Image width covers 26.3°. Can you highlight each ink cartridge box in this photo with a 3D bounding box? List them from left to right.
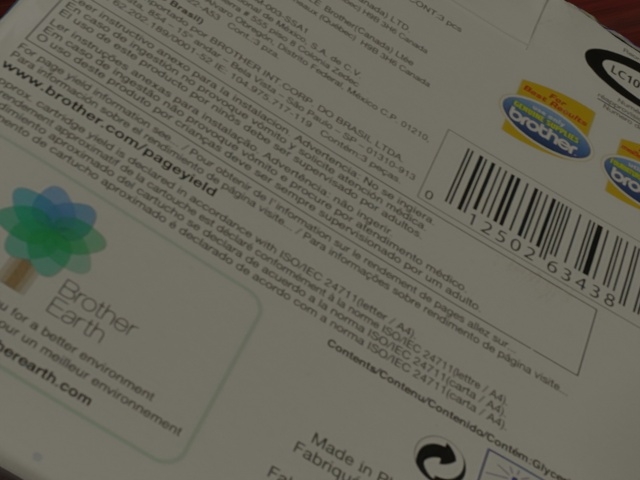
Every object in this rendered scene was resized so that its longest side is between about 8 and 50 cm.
[{"bbox_3d":[0.000,0.000,0.537,0.270,0.151,0.395,31,48,-4],"label":"ink cartridge box"}]
